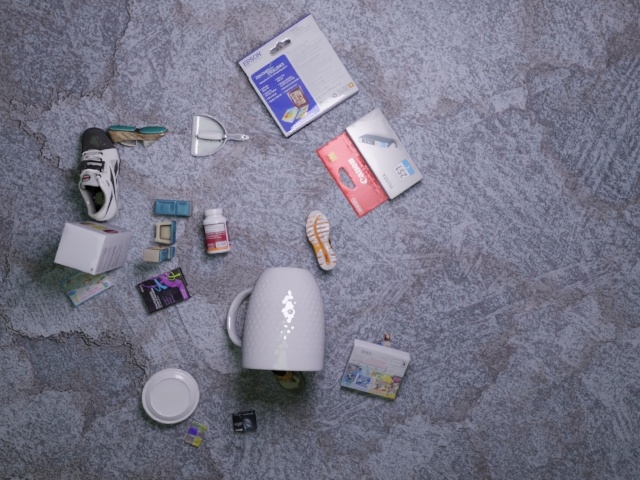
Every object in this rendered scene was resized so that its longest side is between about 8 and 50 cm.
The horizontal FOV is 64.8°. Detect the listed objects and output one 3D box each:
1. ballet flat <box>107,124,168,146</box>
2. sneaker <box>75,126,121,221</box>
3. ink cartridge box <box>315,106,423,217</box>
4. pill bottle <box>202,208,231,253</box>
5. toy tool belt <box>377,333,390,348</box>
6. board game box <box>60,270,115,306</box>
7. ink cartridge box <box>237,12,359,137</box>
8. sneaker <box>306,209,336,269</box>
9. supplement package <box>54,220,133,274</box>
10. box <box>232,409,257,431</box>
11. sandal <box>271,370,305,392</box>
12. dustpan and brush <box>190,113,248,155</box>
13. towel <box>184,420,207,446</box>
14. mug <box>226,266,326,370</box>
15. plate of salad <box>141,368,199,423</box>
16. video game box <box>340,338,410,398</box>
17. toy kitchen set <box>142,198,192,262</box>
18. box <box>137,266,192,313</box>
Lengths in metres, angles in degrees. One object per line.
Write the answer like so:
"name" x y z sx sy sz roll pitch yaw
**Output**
"ballet flat" -0.630 -0.362 1.755 0.206 0.073 0.067 3 121 1
"sneaker" -0.759 -0.228 1.716 0.122 0.146 0.331 -9 92 1
"ink cartridge box" 0.170 -0.268 1.768 0.261 0.066 0.296 -34 93 0
"pill bottle" -0.364 -0.033 1.763 0.086 0.086 0.152 -8 93 -1
"toy tool belt" 0.225 0.380 1.818 0.051 0.052 0.083 -2 93 -9
"board game box" -0.829 0.152 1.795 0.154 0.026 0.103 -29 94 1
"ink cartridge box" -0.074 -0.565 1.746 0.303 0.072 0.307 -32 91 2
"sneaker" 0.000 0.000 1.777 0.084 0.083 0.215 -12 89 0
"supplement package" -0.746 0.019 1.679 0.139 0.244 0.134 18 93 -3
"box" -0.277 0.660 1.843 0.083 0.018 0.067 -6 93 -1
"sandal" -0.135 0.458 1.811 0.090 0.060 0.219 -29 94 1
"dustpan and brush" -0.352 -0.363 1.754 0.211 0.060 0.147 4 94 -1
"towel" -0.457 0.711 1.847 0.060 0.009 0.083 25 93 -2
"mug" -0.161 0.267 1.712 0.374 0.276 0.328 -5 75 28
"plate of salad" -0.538 0.558 1.817 0.200 0.048 0.200 0 91 -11
"video game box" 0.194 0.459 1.797 0.205 0.048 0.187 16 112 -2
"toy kitchen set" -0.519 -0.035 1.719 0.122 0.166 0.207 3 94 -1
"box" -0.556 0.178 1.801 0.162 0.029 0.116 -22 94 2
